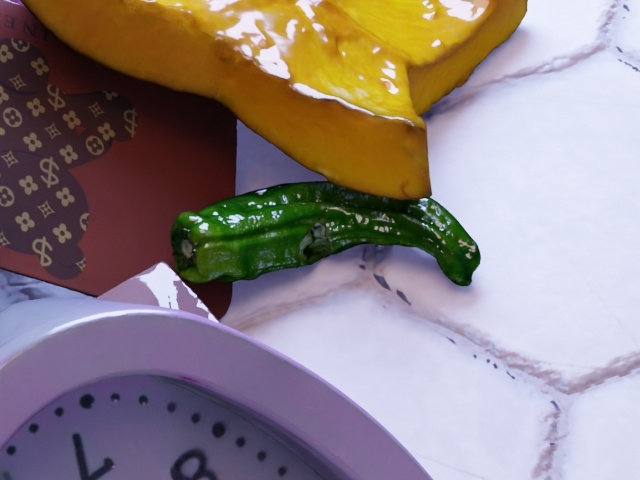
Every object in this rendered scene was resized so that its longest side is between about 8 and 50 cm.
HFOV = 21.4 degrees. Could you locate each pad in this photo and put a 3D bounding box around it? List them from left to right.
[{"bbox_3d":[-0.163,-0.057,0.980,0.267,0.004,0.181,18,56,-29],"label":"pad"}]

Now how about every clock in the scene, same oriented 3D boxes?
[{"bbox_3d":[-0.090,0.192,0.702,0.338,0.338,0.102,-35,17,-22],"label":"clock"}]

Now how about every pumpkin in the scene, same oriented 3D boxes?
[{"bbox_3d":[-0.029,-0.146,1.063,0.290,0.095,0.258,27,35,1],"label":"pumpkin"}]

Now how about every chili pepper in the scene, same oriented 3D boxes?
[{"bbox_3d":[0.002,-0.003,1.008,0.182,0.050,0.073,-2,25,-5],"label":"chili pepper"}]

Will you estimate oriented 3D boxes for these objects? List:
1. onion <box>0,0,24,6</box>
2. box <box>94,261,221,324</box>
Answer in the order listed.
[{"bbox_3d":[-0.285,-0.145,1.081,0.256,0.272,0.230,-40,80,-18],"label":"onion"},{"bbox_3d":[-0.104,0.139,0.870,0.215,0.086,0.215,-31,51,-18],"label":"box"}]
